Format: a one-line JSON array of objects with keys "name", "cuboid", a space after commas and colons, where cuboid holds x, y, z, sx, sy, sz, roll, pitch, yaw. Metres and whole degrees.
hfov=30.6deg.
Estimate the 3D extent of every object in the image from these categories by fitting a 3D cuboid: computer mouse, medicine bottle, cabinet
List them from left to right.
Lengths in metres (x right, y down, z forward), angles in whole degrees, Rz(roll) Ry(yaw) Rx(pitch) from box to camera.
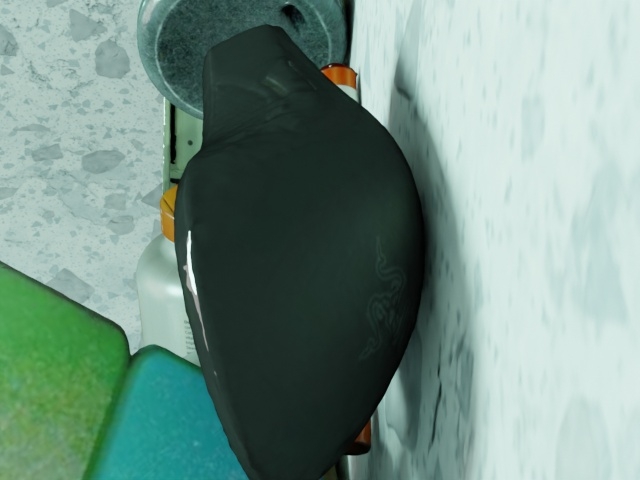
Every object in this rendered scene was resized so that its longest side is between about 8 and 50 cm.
[{"name": "medicine bottle", "cuboid": [-0.103, 0.084, 1.187, 0.157, 0.157, 0.288, -99, 7, -61]}, {"name": "cabinet", "cuboid": [-0.097, -0.107, 1.289, 0.206, 0.145, 0.150, -145, 56, -84]}, {"name": "medicine bottle", "cuboid": [-0.058, -0.223, 0.863, 0.293, 0.141, 0.141, -95, 8, -45]}, {"name": "computer mouse", "cuboid": [0.000, 0.000, 0.494, 0.264, 0.088, 0.147, -101, -5, -63]}]

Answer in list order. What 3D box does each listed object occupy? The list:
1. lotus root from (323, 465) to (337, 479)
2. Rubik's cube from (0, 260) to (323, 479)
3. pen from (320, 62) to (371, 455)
[{"name": "lotus root", "cuboid": [-0.059, 0.208, 0.848, 0.267, 0.149, 0.260, 123, 147, -75]}, {"name": "Rubik's cube", "cuboid": [-0.155, 0.195, 0.557, 0.358, 0.368, 0.387, 23, 138, 63]}, {"name": "pen", "cuboid": [0.013, 0.004, 0.674, 0.028, 0.028, 0.239, 101, 169, -64]}]
